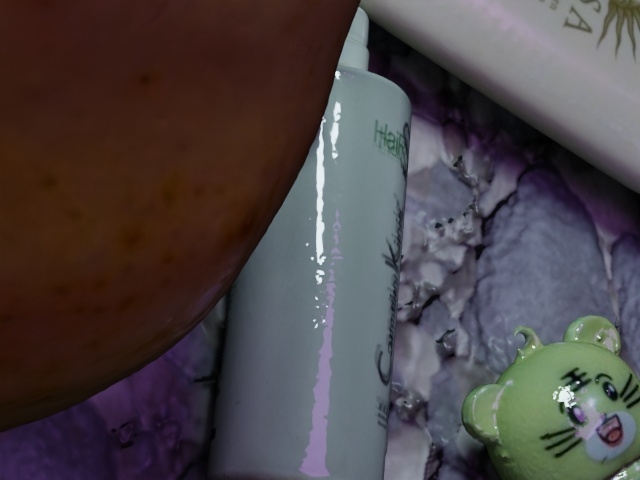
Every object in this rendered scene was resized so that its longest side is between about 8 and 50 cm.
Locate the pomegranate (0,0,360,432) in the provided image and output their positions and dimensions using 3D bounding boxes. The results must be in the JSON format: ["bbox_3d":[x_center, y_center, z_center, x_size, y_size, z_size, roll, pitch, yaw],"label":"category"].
[{"bbox_3d":[-0.167,-0.116,0.465,0.411,0.411,0.411,8,72,-26],"label":"pomegranate"}]

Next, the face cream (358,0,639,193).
[{"bbox_3d":[0.150,-0.134,0.810,0.348,0.081,0.173,31,58,-16],"label":"face cream"}]

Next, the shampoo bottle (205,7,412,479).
[{"bbox_3d":[0.000,0.000,0.691,0.085,0.085,0.262,15,69,-24],"label":"shampoo bottle"}]

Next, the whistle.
[{"bbox_3d":[0.159,0.146,0.733,0.105,0.085,0.227,-29,91,-22],"label":"whistle"}]
